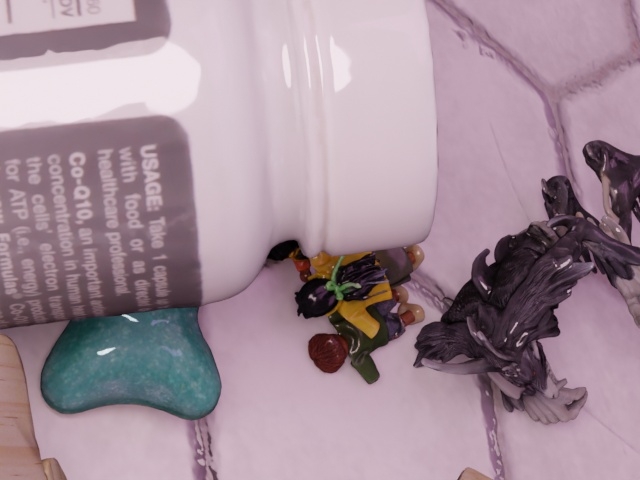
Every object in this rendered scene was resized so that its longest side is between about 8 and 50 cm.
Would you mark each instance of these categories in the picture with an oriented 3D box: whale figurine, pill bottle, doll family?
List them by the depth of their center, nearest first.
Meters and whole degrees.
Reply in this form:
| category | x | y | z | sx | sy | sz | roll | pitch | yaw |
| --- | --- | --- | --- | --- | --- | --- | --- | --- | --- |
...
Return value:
| category | x | y | z | sx | sy | sz | roll | pitch | yaw |
| --- | --- | --- | --- | --- | --- | --- | --- | --- | --- |
| pill bottle | -0.136 | -0.060 | 0.815 | 0.361 | 0.204 | 0.204 | -6 | 68 | -6 |
| whale figurine | -0.101 | -0.037 | 0.977 | 0.216 | 0.141 | 0.272 | 6 | 74 | -12 |
| doll family | 0.000 | 0.000 | 1.112 | 0.111 | 0.076 | 0.193 | -29 | 82 | -42 |

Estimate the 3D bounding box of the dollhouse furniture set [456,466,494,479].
| category | x | y | z | sx | sy | sz | roll | pitch | yaw |
| --- | --- | --- | --- | --- | --- | --- | --- | --- | --- |
| dollhouse furniture set | 0.049 | 0.328 | 0.923 | 0.303 | 0.174 | 0.355 | 27 | 65 | 6 |

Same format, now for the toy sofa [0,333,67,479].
| category | x | y | z | sx | sy | sz | roll | pitch | yaw |
| --- | --- | --- | --- | --- | --- | --- | --- | --- | --- |
| toy sofa | -0.227 | 0.129 | 0.658 | 0.362 | 0.150 | 0.177 | 29 | 44 | -75 |

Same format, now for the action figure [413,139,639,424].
| category | x | y | z | sx | sy | sz | roll | pitch | yaw |
| --- | --- | --- | --- | --- | --- | --- | --- | --- | --- |
| action figure | 0.171 | 0.040 | 1.177 | 0.141 | 0.164 | 0.275 | 47 | 39 | -4 |
